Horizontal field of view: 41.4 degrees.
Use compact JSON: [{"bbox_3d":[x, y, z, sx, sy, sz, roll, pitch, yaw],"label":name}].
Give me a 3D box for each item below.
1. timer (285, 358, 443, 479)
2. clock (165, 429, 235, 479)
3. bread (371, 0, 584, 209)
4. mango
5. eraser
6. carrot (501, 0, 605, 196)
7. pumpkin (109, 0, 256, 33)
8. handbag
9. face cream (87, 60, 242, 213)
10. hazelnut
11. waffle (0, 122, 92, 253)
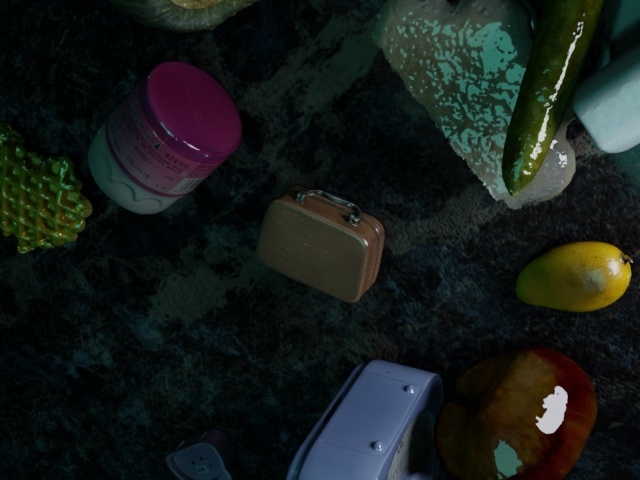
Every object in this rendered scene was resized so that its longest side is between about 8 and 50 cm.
[{"bbox_3d":[0.093,0.412,1.326,0.173,0.395,0.395,9,119,22],"label":"timer"},{"bbox_3d":[-0.233,0.449,1.722,0.153,0.050,0.110,-27,100,37],"label":"clock"},{"bbox_3d":[0.224,-0.208,1.089,0.183,0.102,0.337,-38,92,33],"label":"bread"},{"bbox_3d":[0.350,0.053,1.183,0.187,0.066,0.101,-15,107,43],"label":"mango"},{"bbox_3d":[0.429,-0.213,0.912,0.290,0.189,0.104,-36,92,37],"label":"eraser"},{"bbox_3d":[0.274,-0.223,0.977,0.074,0.074,0.358,17,94,20],"label":"carrot"},{"bbox_3d":[-0.136,-0.415,1.061,0.328,0.291,0.257,-14,78,18],"label":"pumpkin"},{"bbox_3d":[0.000,0.000,1.341,0.193,0.072,0.151,24,125,19],"label":"handbag"},{"bbox_3d":[-0.245,-0.156,1.326,0.195,0.175,0.175,-36,95,36],"label":"face cream"},{"bbox_3d":[0.294,0.274,1.251,0.217,0.217,0.251,42,102,3],"label":"hazelnut"},{"bbox_3d":[-0.558,-0.101,1.607,0.291,0.051,0.291,13,123,21],"label":"waffle"}]
